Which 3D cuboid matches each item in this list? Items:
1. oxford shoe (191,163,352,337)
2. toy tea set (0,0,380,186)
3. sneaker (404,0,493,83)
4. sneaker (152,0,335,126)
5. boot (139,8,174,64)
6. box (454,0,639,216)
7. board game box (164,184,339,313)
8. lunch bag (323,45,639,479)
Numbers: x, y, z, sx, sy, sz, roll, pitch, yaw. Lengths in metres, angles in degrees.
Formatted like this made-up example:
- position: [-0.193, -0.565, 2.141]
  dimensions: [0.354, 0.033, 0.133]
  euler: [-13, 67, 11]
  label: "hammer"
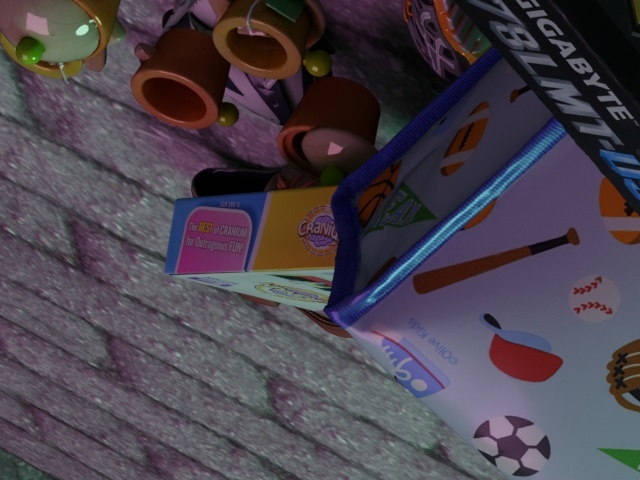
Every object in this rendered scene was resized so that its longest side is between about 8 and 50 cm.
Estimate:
- position: [0.000, 0.000, 1.834]
  dimensions: [0.348, 0.123, 0.130]
  euler: [6, 139, 47]
  label: "oxford shoe"
- position: [-0.108, -0.122, 1.482]
  dimensions: [0.336, 0.124, 0.200]
  euler: [19, 151, 4]
  label: "toy tea set"
- position: [0.094, -0.168, 1.419]
  dimensions: [0.083, 0.084, 0.215]
  euler: [25, 157, 31]
  label: "sneaker"
- position: [-0.033, -0.164, 1.590]
  dimensions: [0.153, 0.094, 0.235]
  euler: [30, 151, -12]
  label: "sneaker"
- position: [-0.135, -0.167, 1.790]
  dimensions: [0.114, 0.037, 0.106]
  euler: [11, 147, 52]
  label: "boot"
- position: [0.232, -0.142, 1.008]
  dimensions: [0.295, 0.293, 0.073]
  euler: [46, 156, -26]
  label: "box"
- position: [0.069, 0.015, 1.543]
  dimensions: [0.242, 0.064, 0.316]
  euler: [15, 168, -40]
  label: "board game box"
- position: [0.246, -0.017, 1.236]
  dimensions: [0.328, 0.385, 0.239]
  euler: [41, -161, -18]
  label: "lunch bag"
